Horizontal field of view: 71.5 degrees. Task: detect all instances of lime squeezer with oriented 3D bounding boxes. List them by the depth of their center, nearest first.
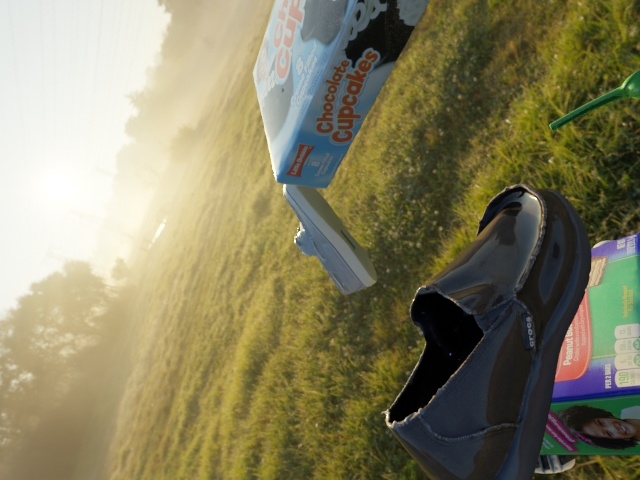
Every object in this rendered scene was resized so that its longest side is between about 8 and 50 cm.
[{"bbox_3d":[0.538,-0.230,0.702,0.310,0.058,0.110,11,94,47],"label":"lime squeezer"}]

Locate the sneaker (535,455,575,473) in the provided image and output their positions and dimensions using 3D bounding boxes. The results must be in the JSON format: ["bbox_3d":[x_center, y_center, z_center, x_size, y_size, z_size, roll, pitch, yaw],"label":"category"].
[{"bbox_3d":[0.417,0.479,1.017,0.118,0.291,0.110,80,-167,-52],"label":"sneaker"}]

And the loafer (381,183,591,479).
[{"bbox_3d":[0.171,0.066,0.456,0.134,0.130,0.366,-44,15,57],"label":"loafer"}]

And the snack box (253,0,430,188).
[{"bbox_3d":[0.022,-0.223,0.374,0.322,0.060,0.187,121,145,-43],"label":"snack box"}]

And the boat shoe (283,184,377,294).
[{"bbox_3d":[0.000,0.000,0.727,0.081,0.228,0.079,-33,15,19],"label":"boat shoe"}]

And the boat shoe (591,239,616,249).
[{"bbox_3d":[0.573,0.146,0.818,0.113,0.105,0.307,-7,80,23],"label":"boat shoe"}]

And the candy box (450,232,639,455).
[{"bbox_3d":[0.319,0.158,0.638,0.317,0.122,0.268,-33,15,46],"label":"candy box"}]
